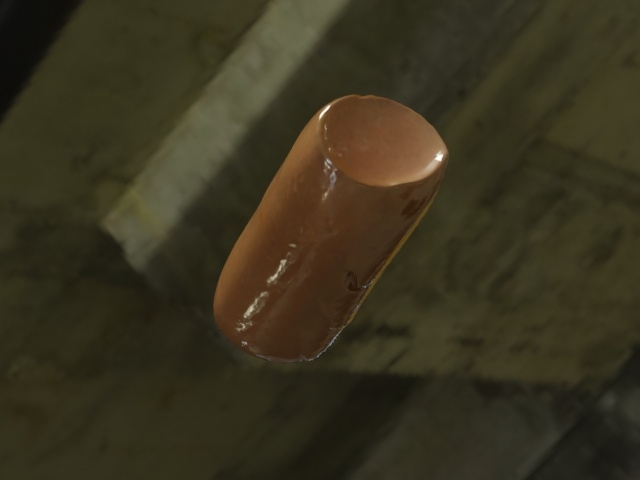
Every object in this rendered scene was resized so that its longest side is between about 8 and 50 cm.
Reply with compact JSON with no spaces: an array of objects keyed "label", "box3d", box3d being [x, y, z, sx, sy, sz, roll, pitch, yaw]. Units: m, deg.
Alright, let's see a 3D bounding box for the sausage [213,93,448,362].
[{"label":"sausage","box3d":[0.000,0.000,1.467,0.121,0.121,0.304,-22,-21,-33]}]
